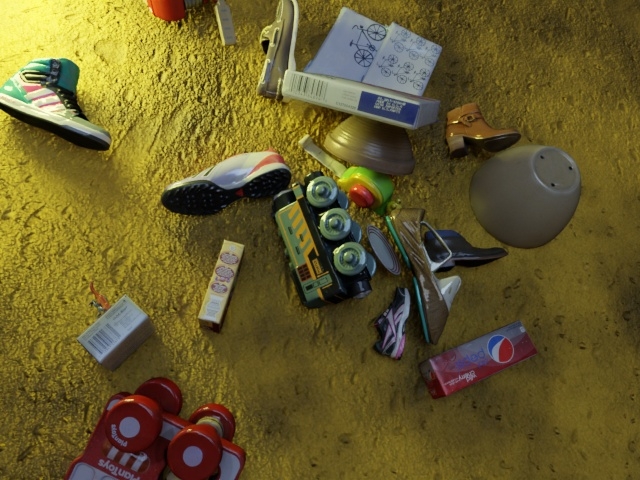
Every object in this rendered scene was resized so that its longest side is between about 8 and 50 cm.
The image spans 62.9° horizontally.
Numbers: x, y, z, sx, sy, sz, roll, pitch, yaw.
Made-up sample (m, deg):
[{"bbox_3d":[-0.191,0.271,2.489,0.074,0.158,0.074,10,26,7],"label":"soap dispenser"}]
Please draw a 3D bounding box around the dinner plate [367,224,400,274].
[{"bbox_3d":[0.151,0.024,1.285,0.017,0.141,0.141,-32,73,24],"label":"dinner plate"}]

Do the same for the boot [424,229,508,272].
[{"bbox_3d":[0.370,0.014,1.341,0.219,0.082,0.106,-8,73,-12],"label":"boot"}]

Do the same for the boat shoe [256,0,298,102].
[{"bbox_3d":[-0.119,-0.535,1.446,0.096,0.116,0.324,6,74,-12],"label":"boat shoe"}]

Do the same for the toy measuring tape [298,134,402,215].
[{"bbox_3d":[0.083,-0.181,1.345,0.330,0.121,0.121,41,67,6],"label":"toy measuring tape"}]

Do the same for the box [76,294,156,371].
[{"bbox_3d":[-0.419,0.195,1.087,0.072,0.137,0.126,41,67,7],"label":"box"}]

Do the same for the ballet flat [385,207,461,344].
[{"bbox_3d":[0.263,0.071,1.258,0.124,0.116,0.342,-18,71,6],"label":"ballet flat"}]

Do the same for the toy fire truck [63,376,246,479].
[{"bbox_3d":[-0.314,0.434,1.020,0.302,0.169,0.254,26,90,1],"label":"toy fire truck"}]

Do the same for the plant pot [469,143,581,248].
[{"bbox_3d":[0.566,-0.143,1.381,0.284,0.191,0.284,3,69,-9],"label":"plant pot"}]

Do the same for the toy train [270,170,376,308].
[{"bbox_3d":[0.000,0.000,1.234,0.190,0.142,0.334,-26,71,10],"label":"toy train"}]

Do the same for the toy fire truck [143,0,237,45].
[{"bbox_3d":[-0.348,-0.654,1.443,0.217,0.158,0.246,-32,68,-21],"label":"toy fire truck"}]

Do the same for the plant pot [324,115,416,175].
[{"bbox_3d":[0.136,-0.257,1.315,0.237,0.110,0.237,14,23,-6],"label":"plant pot"}]

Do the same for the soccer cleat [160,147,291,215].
[{"bbox_3d":[-0.235,-0.149,1.288,0.318,0.109,0.116,-16,53,-15],"label":"soccer cleat"}]

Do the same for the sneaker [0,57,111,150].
[{"bbox_3d":[-0.617,-0.345,1.274,0.295,0.124,0.178,23,76,0],"label":"sneaker"}]

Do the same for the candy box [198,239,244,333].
[{"bbox_3d":[-0.221,0.105,1.176,0.053,0.109,0.187,15,67,-4],"label":"candy box"}]

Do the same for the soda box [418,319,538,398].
[{"bbox_3d":[0.370,0.281,1.236,0.263,0.083,0.092,-18,73,-16],"label":"soda box"}]

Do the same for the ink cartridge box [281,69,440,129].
[{"bbox_3d":[0.120,-0.350,1.285,0.324,0.071,0.330,18,22,17],"label":"ink cartridge box"}]

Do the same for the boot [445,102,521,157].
[{"bbox_3d":[0.447,-0.320,1.458,0.197,0.073,0.152,-7,60,18],"label":"boot"}]

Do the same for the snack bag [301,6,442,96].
[{"bbox_3d":[0.158,-0.527,1.537,0.342,0.037,0.323,26,67,0],"label":"snack bag"}]

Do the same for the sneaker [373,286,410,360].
[{"bbox_3d":[0.167,0.189,1.243,0.077,0.072,0.178,10,61,5],"label":"sneaker"}]

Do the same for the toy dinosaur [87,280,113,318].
[{"bbox_3d":[-0.474,0.143,1.133,0.082,0.090,0.047,15,44,44],"label":"toy dinosaur"}]
